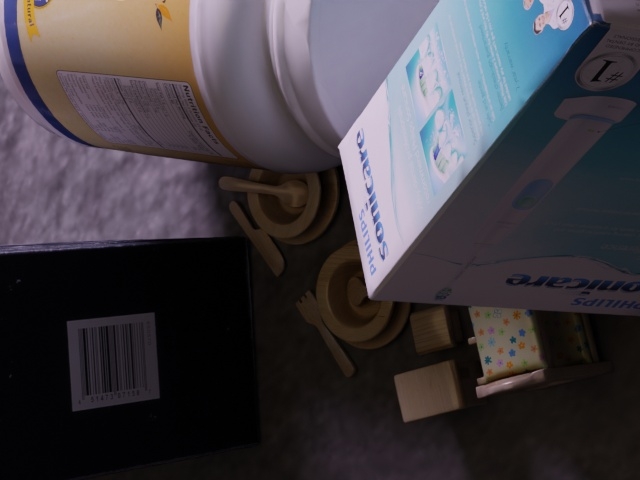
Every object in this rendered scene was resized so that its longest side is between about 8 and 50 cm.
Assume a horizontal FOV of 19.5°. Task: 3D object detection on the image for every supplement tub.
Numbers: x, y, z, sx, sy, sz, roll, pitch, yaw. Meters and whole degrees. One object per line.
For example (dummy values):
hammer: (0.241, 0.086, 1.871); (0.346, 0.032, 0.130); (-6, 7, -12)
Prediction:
supplement tub: (-0.066, -0.170, 1.383); (0.316, 0.228, 0.228); (9, 96, 38)

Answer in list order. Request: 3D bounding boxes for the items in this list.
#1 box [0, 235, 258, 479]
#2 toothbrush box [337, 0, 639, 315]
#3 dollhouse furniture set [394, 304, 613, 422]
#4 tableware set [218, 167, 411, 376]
box: (-0.278, 0.094, 1.486); (0.312, 0.343, 0.179); (-4, 90, 38)
toothbrush box: (0.171, -0.078, 1.132); (0.295, 0.216, 0.126); (124, 142, -50)
dollhouse furniture set: (0.097, 0.027, 1.334); (0.161, 0.101, 0.182); (-20, 79, 38)
tableware set: (0.000, 0.000, 1.453); (0.128, 0.039, 0.194); (-49, 62, 28)
